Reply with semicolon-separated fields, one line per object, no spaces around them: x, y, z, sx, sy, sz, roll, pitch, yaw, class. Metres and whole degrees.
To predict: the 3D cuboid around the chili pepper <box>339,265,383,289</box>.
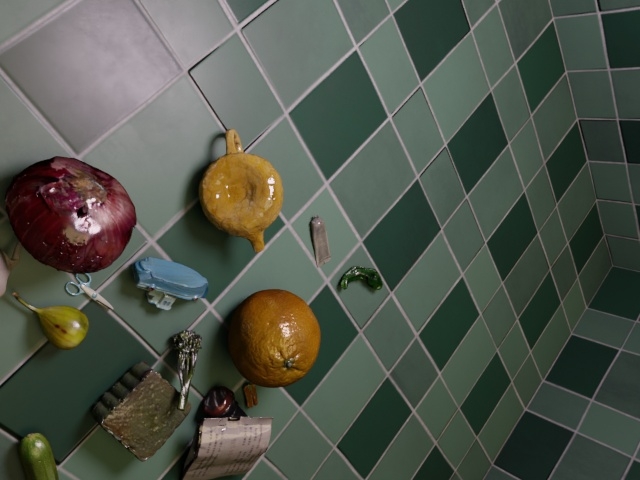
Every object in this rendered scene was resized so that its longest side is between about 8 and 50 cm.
0.136;0.122;1.773;0.182;0.050;0.073;6;103;-39;chili pepper

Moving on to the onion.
-0.503;-0.044;1.103;0.252;0.219;0.252;39;35;-35;onion

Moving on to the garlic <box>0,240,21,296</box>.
-0.723;0.042;0.968;0.340;0.231;0.246;32;34;-56;garlic

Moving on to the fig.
-0.562;0.155;1.174;0.093;0.093;0.166;-38;104;-27;fig

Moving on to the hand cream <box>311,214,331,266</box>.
0.000;0.000;1.646;0.057;0.037;0.165;-30;126;-32;hand cream

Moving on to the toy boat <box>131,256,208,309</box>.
-0.367;0.111;1.334;0.215;0.088;0.102;19;122;-42;toy boat

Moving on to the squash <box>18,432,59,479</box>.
-0.617;0.528;1.220;0.066;0.066;0.229;-15;111;-37;squash

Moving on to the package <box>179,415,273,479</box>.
-0.252;0.566;1.473;0.203;0.062;0.251;8;120;-27;package

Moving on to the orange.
-0.121;0.258;1.450;0.264;0.264;0.265;-11;107;-38;orange

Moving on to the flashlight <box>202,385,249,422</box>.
-0.233;0.502;1.525;0.093;0.093;0.232;-46;126;-23;flashlight

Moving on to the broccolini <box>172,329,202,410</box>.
-0.321;0.314;1.356;0.068;0.203;0.091;-15;149;4;broccolini

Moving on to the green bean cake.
-0.430;0.408;1.329;0.173;0.094;0.181;-48;127;-22;green bean cake

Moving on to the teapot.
-0.191;-0.122;1.374;0.203;0.167;0.312;-14;84;5;teapot

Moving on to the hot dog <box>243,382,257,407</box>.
-0.202;0.442;1.581;0.037;0.021;0.083;-14;111;-26;hot dog

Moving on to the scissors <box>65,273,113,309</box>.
-0.513;0.120;1.243;0.058;0.014;0.119;-53;125;-17;scissors
